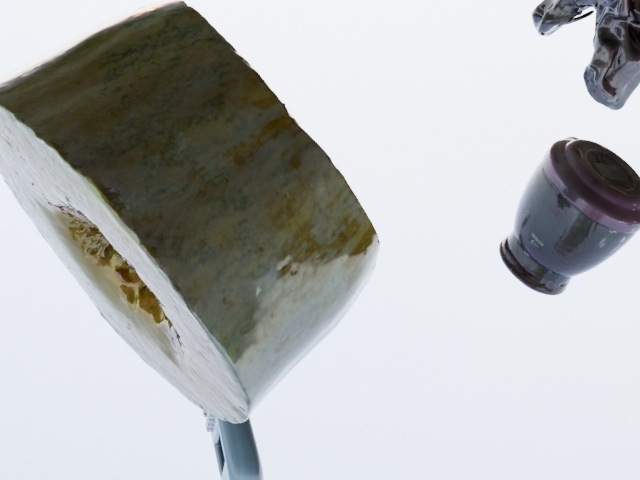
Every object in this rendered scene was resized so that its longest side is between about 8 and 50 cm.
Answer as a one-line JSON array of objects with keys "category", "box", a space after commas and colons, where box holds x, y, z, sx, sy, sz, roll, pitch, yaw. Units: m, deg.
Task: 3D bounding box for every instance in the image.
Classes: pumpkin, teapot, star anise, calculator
[{"category": "pumpkin", "box": [-0.105, -0.042, 1.542, 0.332, 0.332, 0.199, 39, -107, 25]}, {"category": "teapot", "box": [0.228, -0.027, 1.889, 0.116, 0.146, 0.148, 3, -137, -44]}, {"category": "star anise", "box": [0.240, -0.228, 1.488, 0.129, 0.282, 0.212, -20, -96, -33]}, {"category": "calculator", "box": [-0.104, 0.196, 2.171, 0.042, 0.188, 0.303, -14, -103, -9]}]
